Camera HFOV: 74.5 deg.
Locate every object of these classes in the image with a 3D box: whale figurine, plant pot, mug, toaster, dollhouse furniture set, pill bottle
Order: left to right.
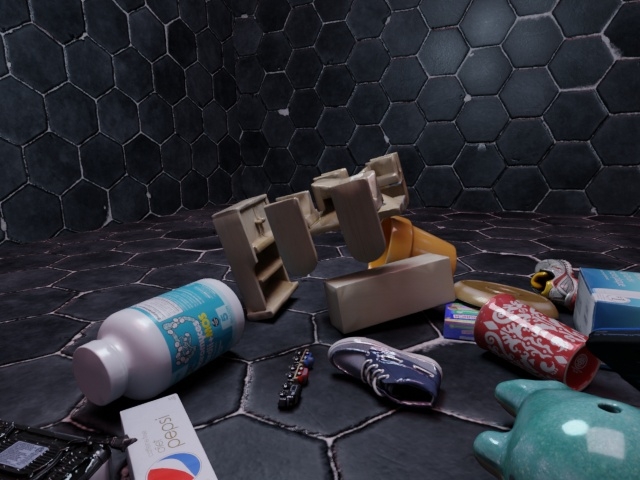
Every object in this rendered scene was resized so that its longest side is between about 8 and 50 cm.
[{"bbox_3d":[-0.293,0.260,0.379,0.185,0.110,0.168,2,14,16],"label":"toaster"},{"bbox_3d":[-0.262,0.167,0.709,0.146,0.146,0.264,6,15,29],"label":"pill bottle"},{"bbox_3d":[0.000,0.000,0.930,0.394,0.256,0.362,-13,13,21],"label":"dollhouse furniture set"},{"bbox_3d":[0.243,0.050,1.105,0.188,0.205,0.205,13,12,-4],"label":"plant pot"},{"bbox_3d":[0.414,0.127,0.958,0.236,0.032,0.236,10,6,-1],"label":"plant pot"},{"bbox_3d":[0.379,0.169,0.719,0.150,0.113,0.169,-9,18,-24],"label":"mug"},{"bbox_3d":[0.278,0.213,0.455,0.216,0.141,0.272,0,13,9],"label":"whale figurine"}]

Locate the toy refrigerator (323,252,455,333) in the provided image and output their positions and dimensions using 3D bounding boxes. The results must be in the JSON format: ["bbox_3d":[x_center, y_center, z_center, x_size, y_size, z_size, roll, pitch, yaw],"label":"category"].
[{"bbox_3d":[0.150,0.109,0.925,0.269,0.102,0.094,-14,8,-16],"label":"toy refrigerator"}]

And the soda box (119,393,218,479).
[{"bbox_3d":[-0.166,0.260,0.462,0.074,0.069,0.216,-9,14,-30],"label":"soda box"}]

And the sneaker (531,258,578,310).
[{"bbox_3d":[0.568,0.091,1.037,0.092,0.088,0.225,19,16,9],"label":"sneaker"}]

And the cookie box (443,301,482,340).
[{"bbox_3d":[0.306,0.168,0.877,0.091,0.040,0.107,3,14,17],"label":"cookie box"}]

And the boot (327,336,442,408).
[{"bbox_3d":[0.093,0.206,0.663,0.190,0.069,0.086,5,11,19],"label":"boot"}]

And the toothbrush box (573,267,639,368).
[{"bbox_3d":[0.634,0.148,0.746,0.295,0.126,0.216,6,15,25],"label":"toothbrush box"}]

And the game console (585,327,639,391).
[{"bbox_3d":[0.379,0.218,0.325,0.293,0.173,0.250,38,-16,-2],"label":"game console"}]

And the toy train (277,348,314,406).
[{"bbox_3d":[-0.037,0.224,0.698,0.036,0.027,0.158,4,14,8],"label":"toy train"}]
